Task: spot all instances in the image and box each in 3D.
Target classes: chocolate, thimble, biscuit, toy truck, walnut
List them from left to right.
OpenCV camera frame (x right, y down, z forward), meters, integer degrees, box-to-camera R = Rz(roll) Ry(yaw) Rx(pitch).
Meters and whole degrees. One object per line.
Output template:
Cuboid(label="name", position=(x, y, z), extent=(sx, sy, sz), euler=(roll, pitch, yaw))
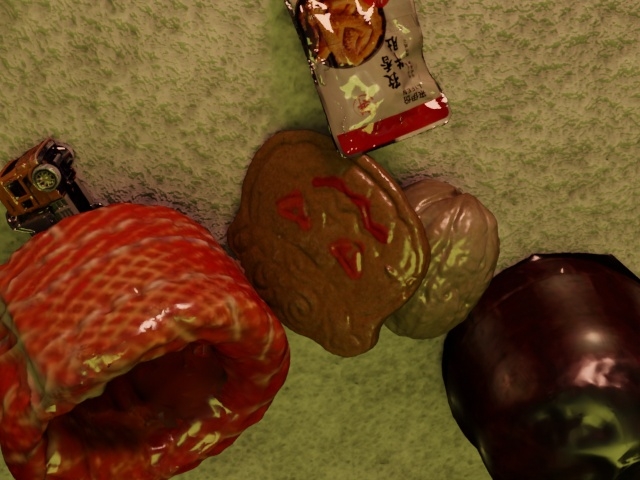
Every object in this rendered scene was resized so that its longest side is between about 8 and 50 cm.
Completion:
Cuboid(label="toy truck", position=(-0.327, -0.028, 0.944), extent=(0.092, 0.083, 0.192), euler=(-22, 118, 9))
Cuboid(label="thimble", position=(-0.222, 0.130, 0.889), extent=(0.350, 0.230, 0.350), euler=(-25, 142, -21))
Cuboid(label="biscuit", position=(-0.001, 0.000, 0.940), extent=(0.273, 0.049, 0.257), euler=(41, 116, 19))
Cuboid(label="walnut", position=(0.141, 0.031, 0.989), extent=(0.178, 0.178, 0.230), euler=(11, 114, -13))
Cuboid(label="chocolate", position=(0.379, 0.235, 1.040), extent=(0.383, 0.331, 0.384), euler=(-4, 115, -8))

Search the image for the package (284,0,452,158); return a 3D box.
Cuboid(label="package", position=(0.054, -0.230, 0.880), extent=(0.154, 0.030, 0.239), euler=(-20, 95, -7))
